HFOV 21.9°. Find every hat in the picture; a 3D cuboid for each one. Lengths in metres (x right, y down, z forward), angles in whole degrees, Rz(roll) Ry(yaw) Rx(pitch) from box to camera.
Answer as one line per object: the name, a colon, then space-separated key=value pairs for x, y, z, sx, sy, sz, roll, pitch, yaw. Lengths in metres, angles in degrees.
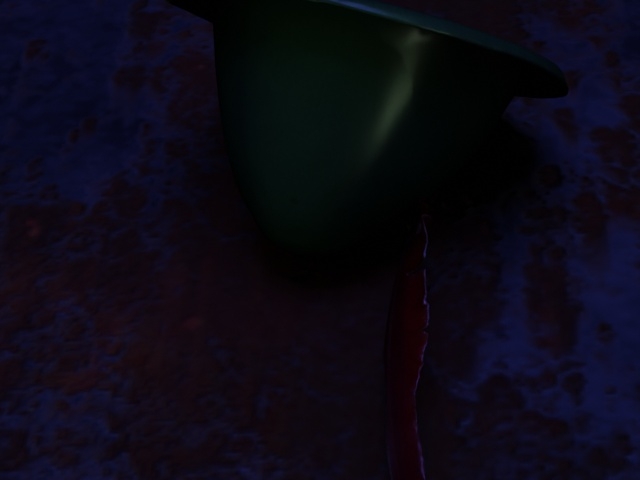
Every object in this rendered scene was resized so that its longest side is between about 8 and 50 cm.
hat: x=0.000 y=0.000 z=0.681 sx=0.173 sy=0.183 sz=0.208 roll=12 pitch=0 yaw=11
